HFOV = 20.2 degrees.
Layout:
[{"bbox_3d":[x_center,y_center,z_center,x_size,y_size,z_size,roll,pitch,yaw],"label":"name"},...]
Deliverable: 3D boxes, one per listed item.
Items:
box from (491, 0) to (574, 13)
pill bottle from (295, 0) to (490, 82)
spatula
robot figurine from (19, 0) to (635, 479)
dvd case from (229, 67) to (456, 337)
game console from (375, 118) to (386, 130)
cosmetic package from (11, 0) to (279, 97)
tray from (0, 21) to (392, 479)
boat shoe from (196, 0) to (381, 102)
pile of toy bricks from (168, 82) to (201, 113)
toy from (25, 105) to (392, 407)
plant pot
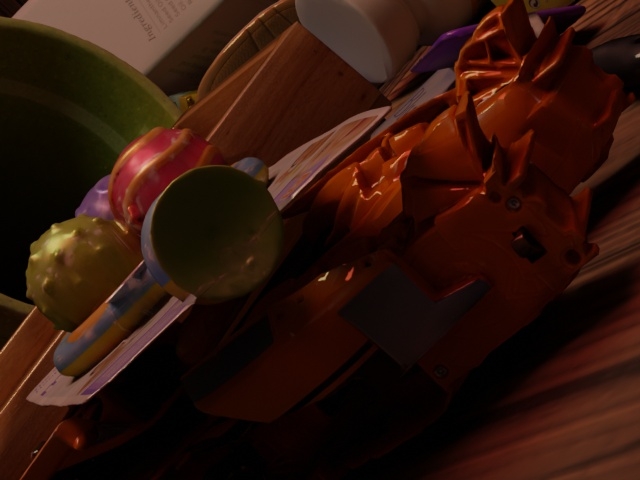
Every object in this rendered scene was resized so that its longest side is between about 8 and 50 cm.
[{"bbox_3d":[0.169,-0.219,1.094,0.087,0.058,0.232,-36,12,41],"label":"box"},{"bbox_3d":[0.080,-0.210,1.248,0.208,0.117,0.117,-49,10,-21],"label":"pill bottle"},{"bbox_3d":[0.113,-0.090,0.852,0.084,0.030,0.296,-13,11,-9],"label":"spatula"},{"bbox_3d":[-0.010,0.038,0.693,0.291,0.085,0.211,-40,10,28],"label":"robot figurine"},{"bbox_3d":[0.000,0.000,0.993,0.253,0.022,0.180,-44,10,5],"label":"dvd case"},{"bbox_3d":[-0.033,-0.068,1.239,0.144,0.124,0.085,-129,57,-81],"label":"game console"},{"bbox_3d":[-0.145,-0.210,1.798,0.453,0.161,0.230,-41,-22,20],"label":"cosmetic package"},{"bbox_3d":[-0.132,0.084,0.934,0.411,0.076,0.203,-56,12,-20],"label":"tray"},{"bbox_3d":[0.026,-0.168,1.383,0.277,0.098,0.096,-36,9,0],"label":"boat shoe"},{"bbox_3d":[-0.122,-0.076,1.643,0.105,0.118,0.212,0,21,37],"label":"pile of toy bricks"},{"bbox_3d":[-0.065,-0.002,0.668,0.137,0.056,0.237,-45,10,-13],"label":"toy"},{"bbox_3d":[-0.249,0.019,1.341,0.254,0.276,0.276,-52,3,41],"label":"plant pot"}]
